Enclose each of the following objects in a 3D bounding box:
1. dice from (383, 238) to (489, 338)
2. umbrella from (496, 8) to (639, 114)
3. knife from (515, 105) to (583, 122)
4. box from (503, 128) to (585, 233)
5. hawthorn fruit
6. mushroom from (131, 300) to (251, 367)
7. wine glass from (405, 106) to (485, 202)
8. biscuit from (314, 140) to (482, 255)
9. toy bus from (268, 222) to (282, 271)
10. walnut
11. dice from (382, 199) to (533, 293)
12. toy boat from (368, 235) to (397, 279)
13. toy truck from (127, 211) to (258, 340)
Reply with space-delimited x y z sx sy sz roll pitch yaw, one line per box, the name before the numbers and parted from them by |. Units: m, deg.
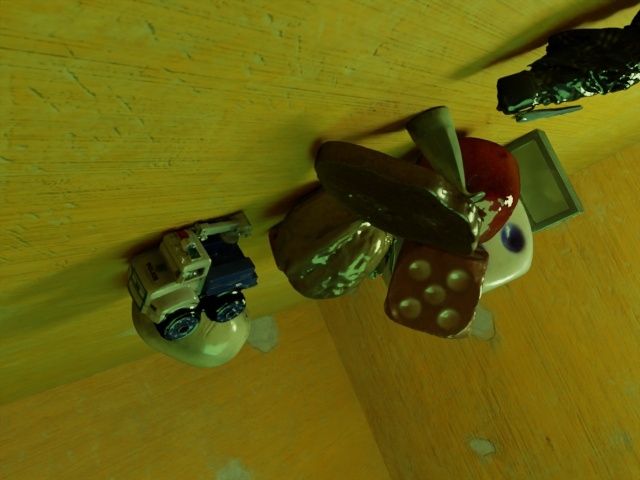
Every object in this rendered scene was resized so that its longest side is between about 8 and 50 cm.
dice | 0.233 0.082 1.239 0.175 0.179 0.174 14 -167 14
umbrella | 0.406 -0.266 0.852 0.336 0.154 0.128 -8 136 15
knife | 0.503 -0.274 1.350 0.313 0.019 0.044 -16 177 -42
box | 0.532 -0.142 1.526 0.129 0.225 0.086 -29 170 30
hawthorn fruit | 0.302 -0.109 1.231 0.211 0.211 0.299 -31 179 40
mushroom | -0.247 0.123 1.235 0.260 0.234 0.254 20 170 24
wine glass | 0.195 -0.126 0.972 0.073 0.155 0.073 -20 169 -4
biscuit | 0.118 -0.065 0.934 0.257 0.049 0.273 19 168 30
toy bus | 0.000 0.000 1.385 0.120 0.121 0.265 -19 176 33
walnut | 0.021 0.001 1.153 0.245 0.198 0.198 -38 166 28
dice | 0.310 -0.007 1.500 0.304 0.304 0.277 -19 172 -27
toy boat | 0.136 -0.001 1.273 0.067 0.220 0.291 8 -166 -9
toy truck | -0.213 0.049 1.056 0.213 0.161 0.177 -16 149 -37
